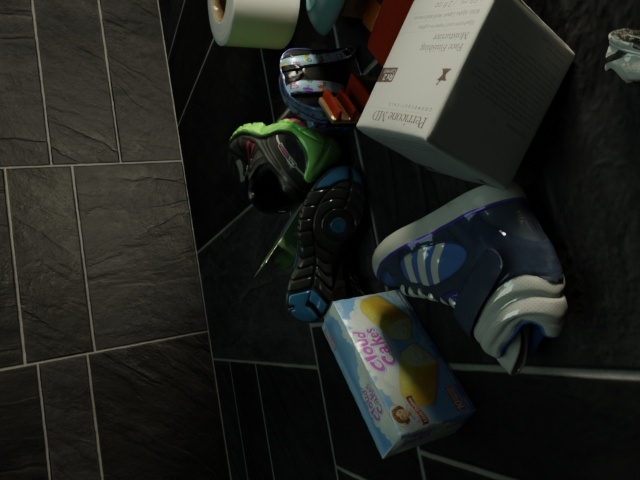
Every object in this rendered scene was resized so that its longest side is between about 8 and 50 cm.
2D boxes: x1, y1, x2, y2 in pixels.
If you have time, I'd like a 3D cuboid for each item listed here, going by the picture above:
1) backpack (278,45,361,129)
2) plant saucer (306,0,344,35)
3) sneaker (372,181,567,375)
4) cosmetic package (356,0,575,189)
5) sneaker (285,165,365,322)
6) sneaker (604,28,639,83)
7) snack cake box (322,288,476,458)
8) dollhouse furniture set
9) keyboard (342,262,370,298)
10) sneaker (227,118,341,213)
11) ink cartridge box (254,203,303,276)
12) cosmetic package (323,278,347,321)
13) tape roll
[{"bbox_3d":[-0.005,-0.301,1.002,0.117,0.174,0.158,-42,60,59],"label":"backpack"},{"bbox_3d":[0.029,-0.536,0.903,0.318,0.044,0.317,-169,90,-76],"label":"plant saucer"},{"bbox_3d":[0.199,0.085,0.727,0.323,0.130,0.236,-41,56,53],"label":"sneaker"},{"bbox_3d":[0.173,-0.183,0.624,0.151,0.152,0.183,32,98,58],"label":"cosmetic package"},{"bbox_3d":[0.000,0.000,1.092,0.139,0.125,0.340,-89,18,-80],"label":"sneaker"},{"bbox_3d":[0.334,-0.175,0.505,0.109,0.040,0.043,-119,17,-44],"label":"sneaker"},{"bbox_3d":[0.126,0.222,0.887,0.264,0.152,0.089,61,146,37],"label":"snack cake box"},{"bbox_3d":[0.102,-0.314,0.822,0.261,0.135,0.259,63,148,35],"label":"dollhouse furniture set"},{"bbox_3d":[0.095,0.137,1.084,0.100,0.038,0.191,85,166,-63],"label":"keyboard"},{"bbox_3d":[-0.137,-0.171,1.241,0.483,0.185,0.202,7,70,65],"label":"sneaker"},{"bbox_3d":[-0.070,0.004,1.200,0.209,0.062,0.109,-61,9,-29],"label":"ink cartridge box"},{"bbox_3d":[0.034,0.150,1.185,0.060,0.041,0.114,-6,91,63],"label":"cosmetic package"},{"bbox_3d":[-0.176,-0.619,1.279,0.246,0.169,0.245,26,120,61],"label":"tape roll"}]
